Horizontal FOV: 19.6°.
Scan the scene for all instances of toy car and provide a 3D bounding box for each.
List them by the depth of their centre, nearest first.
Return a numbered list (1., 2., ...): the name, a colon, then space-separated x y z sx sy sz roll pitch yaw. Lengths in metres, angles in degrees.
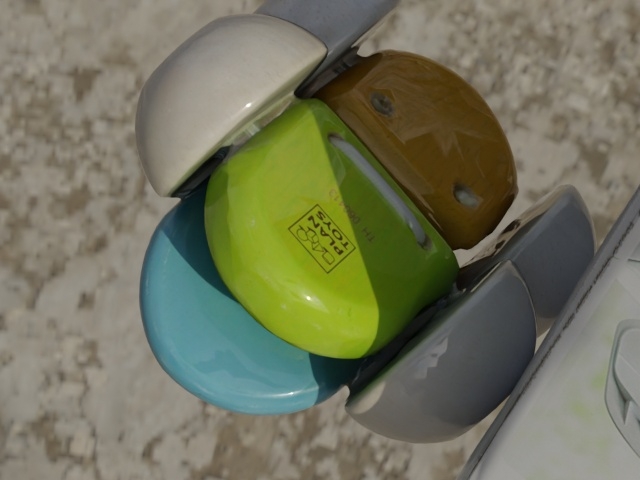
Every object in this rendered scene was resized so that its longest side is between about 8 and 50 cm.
1. toy car: 0.000 0.000 0.669 0.159 0.136 0.182 49 30 -1

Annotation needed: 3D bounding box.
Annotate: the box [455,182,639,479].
1. box: 0.173 -0.004 0.584 0.127 0.231 0.262 35 42 12
